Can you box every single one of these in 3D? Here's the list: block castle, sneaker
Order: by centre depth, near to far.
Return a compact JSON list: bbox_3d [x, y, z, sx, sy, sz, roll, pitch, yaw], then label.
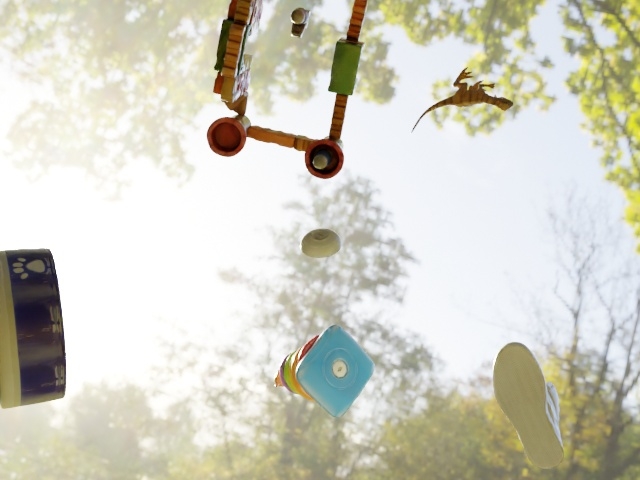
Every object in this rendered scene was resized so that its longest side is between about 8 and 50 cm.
[{"bbox_3d":[-0.058,-0.377,2.035,0.303,0.453,0.213,13,18,3],"label":"block castle"},{"bbox_3d":[0.431,0.312,2.069,0.108,0.169,0.292,-15,-70,16],"label":"sneaker"}]

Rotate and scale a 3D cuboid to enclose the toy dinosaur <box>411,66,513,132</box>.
[{"bbox_3d":[0.279,-0.285,1.969,0.211,0.112,0.064,-5,-46,32],"label":"toy dinosaur"}]

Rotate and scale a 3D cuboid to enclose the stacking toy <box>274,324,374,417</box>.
[{"bbox_3d":[-0.031,0.313,2.344,0.166,0.175,0.302,47,-29,-14],"label":"stacking toy"}]

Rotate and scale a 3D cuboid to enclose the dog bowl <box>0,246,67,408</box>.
[{"bbox_3d":[-0.497,0.144,1.661,0.104,0.265,0.265,-6,-11,-21],"label":"dog bowl"}]

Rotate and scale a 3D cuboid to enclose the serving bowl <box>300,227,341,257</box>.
[{"bbox_3d":[0.000,0.000,1.959,0.083,0.083,0.027,11,-51,23],"label":"serving bowl"}]
